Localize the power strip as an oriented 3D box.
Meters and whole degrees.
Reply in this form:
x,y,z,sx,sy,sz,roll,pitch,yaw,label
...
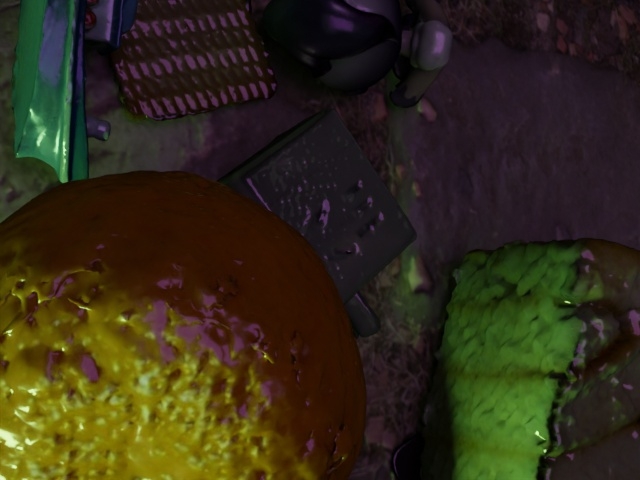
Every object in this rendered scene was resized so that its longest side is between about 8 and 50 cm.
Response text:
x,y,z,sx,sy,sz,roll,pitch,yaw,label
0.000,0.000,0.745,0.140,0.139,0.224,-41,102,-27,power strip

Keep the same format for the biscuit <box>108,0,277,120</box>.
x,y,z,sx,sy,sz,roll,pitch,yaw,label
-0.157,-0.256,0.767,0.172,0.029,0.254,-16,90,-27,biscuit

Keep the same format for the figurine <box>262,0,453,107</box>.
x,y,z,sx,sy,sz,roll,pitch,yaw,label
0.046,-0.227,0.803,0.222,0.145,0.145,2,82,-27,figurine

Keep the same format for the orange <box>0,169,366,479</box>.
x,y,z,sx,sy,sz,roll,pitch,yaw,label
-0.134,0.108,0.579,0.341,0.293,0.340,-1,108,-4,orange

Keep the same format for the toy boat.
x,y,z,sx,sy,sz,roll,pitch,yaw,label
-0.230,-0.171,0.675,0.098,0.109,0.237,7,88,-35,toy boat

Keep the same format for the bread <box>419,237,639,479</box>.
x,y,z,sx,sy,sz,roll,pitch,yaw,label
0.275,0.206,0.784,0.264,0.239,0.394,17,77,-23,bread

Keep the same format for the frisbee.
x,y,z,sx,sy,sz,roll,pitch,yaw,label
0.177,0.198,0.877,0.211,0.012,0.187,3,81,-25,frisbee
